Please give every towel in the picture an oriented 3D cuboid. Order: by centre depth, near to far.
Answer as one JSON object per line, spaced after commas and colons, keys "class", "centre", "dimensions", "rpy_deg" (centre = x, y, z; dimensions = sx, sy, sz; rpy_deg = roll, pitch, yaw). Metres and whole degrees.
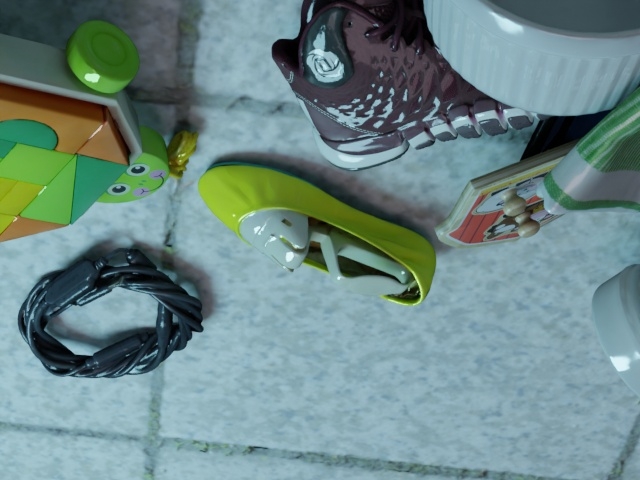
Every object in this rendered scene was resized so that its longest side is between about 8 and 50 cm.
{"class": "towel", "centre": [0.308, -0.127, 1.071], "dimensions": [0.325, 0.038, 0.248], "rpy_deg": [-41, 163, 22]}

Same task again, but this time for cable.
{"class": "cable", "centre": [-0.201, 0.077, 1.463], "dimensions": [0.150, 0.047, 0.184], "rpy_deg": [31, 128, -34]}

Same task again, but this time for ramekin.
{"class": "ramekin", "centre": [0.165, -0.181, 1.045], "dimensions": [0.207, 0.207, 0.109], "rpy_deg": [4, 146, -2]}

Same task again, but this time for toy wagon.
{"class": "toy wagon", "centre": [-0.245, -0.077, 1.198], "dimensions": [0.344, 0.068, 0.267], "rpy_deg": [12, 145, -36]}

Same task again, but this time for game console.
{"class": "game console", "centre": [0.221, -0.096, 1.229], "dimensions": [0.071, 0.107, 0.122], "rpy_deg": [32, 137, 11]}

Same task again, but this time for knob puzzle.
{"class": "knob puzzle", "centre": [0.186, -0.030, 1.263], "dimensions": [0.213, 0.030, 0.213], "rpy_deg": [-23, 164, -7]}

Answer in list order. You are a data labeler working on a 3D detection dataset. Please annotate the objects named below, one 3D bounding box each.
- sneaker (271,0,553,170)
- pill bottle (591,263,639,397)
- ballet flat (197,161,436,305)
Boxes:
{"class": "sneaker", "centre": [0.086, -0.157, 1.145], "dimensions": [0.281, 0.106, 0.162], "rpy_deg": [-21, 129, 24]}
{"class": "pill bottle", "centre": [0.381, 0.022, 1.274], "dimensions": [0.169, 0.169, 0.301], "rpy_deg": [33, 129, -29]}
{"class": "ballet flat", "centre": [0.000, 0.000, 1.337], "dimensions": [0.231, 0.077, 0.077], "rpy_deg": [21, 136, -18]}
